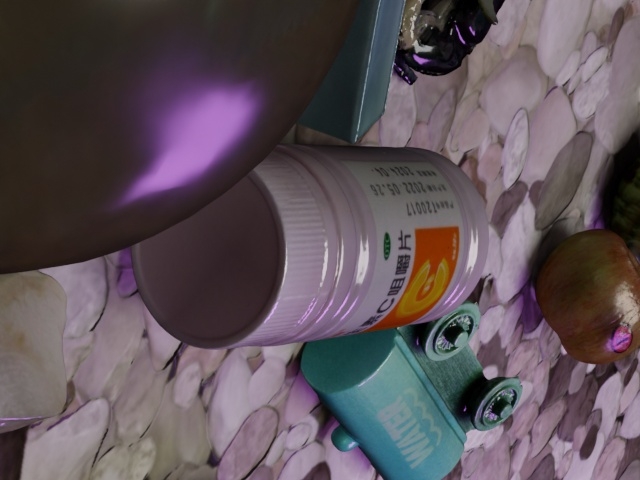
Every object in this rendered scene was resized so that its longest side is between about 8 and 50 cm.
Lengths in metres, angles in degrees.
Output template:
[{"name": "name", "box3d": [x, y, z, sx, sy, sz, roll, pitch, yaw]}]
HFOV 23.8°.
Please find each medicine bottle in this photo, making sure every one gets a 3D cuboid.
[{"name": "medicine bottle", "box3d": [0.000, 0.000, 1.017, 0.249, 0.133, 0.133, -1, 110, -55]}]

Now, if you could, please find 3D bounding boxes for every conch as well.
[{"name": "conch", "box3d": [0.364, -0.034, 1.553, 0.181, 0.124, 0.187, -46, 166, -45]}]

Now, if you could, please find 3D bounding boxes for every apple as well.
[{"name": "apple", "box3d": [0.262, 0.052, 1.455, 0.102, 0.126, 0.126, -28, 151, 16]}]

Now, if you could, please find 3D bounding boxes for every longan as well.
[{"name": "longan", "box3d": [-0.124, -0.144, 0.616, 0.319, 0.319, 0.319, -33, 134, -42]}]

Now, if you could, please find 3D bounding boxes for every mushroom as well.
[{"name": "mushroom", "box3d": [-0.222, 0.060, 0.761, 0.108, 0.096, 0.247, -50, 150, 19]}]

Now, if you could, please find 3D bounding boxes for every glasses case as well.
[{"name": "glasses case", "box3d": [0.032, -0.208, 1.028, 0.105, 0.056, 0.266, -51, 153, -69]}]

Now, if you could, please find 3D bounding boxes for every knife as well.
[{"name": "knife", "box3d": [0.163, -0.263, 1.184, 0.365, 0.043, 0.089, -55, 145, -21]}]

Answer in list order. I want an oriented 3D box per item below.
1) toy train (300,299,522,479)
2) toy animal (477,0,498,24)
[{"name": "toy train", "box3d": [0.070, 0.113, 1.237, 0.159, 0.101, 0.248, -43, 143, -9]}, {"name": "toy animal", "box3d": [0.164, -0.270, 1.102, 0.155, 0.095, 0.219, -17, 110, -45]}]
